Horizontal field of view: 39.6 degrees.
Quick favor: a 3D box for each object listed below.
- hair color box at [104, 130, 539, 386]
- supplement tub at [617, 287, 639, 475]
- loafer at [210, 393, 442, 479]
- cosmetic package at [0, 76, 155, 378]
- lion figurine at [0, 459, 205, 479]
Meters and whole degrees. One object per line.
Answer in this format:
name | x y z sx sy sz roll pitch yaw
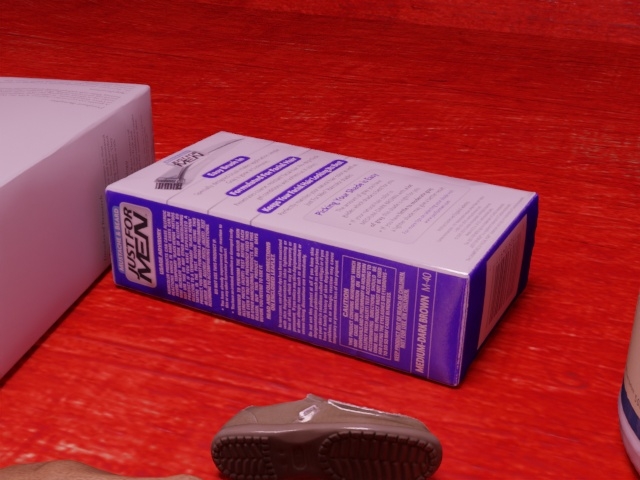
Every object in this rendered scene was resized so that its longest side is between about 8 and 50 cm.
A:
hair color box | 0.000 0.000 0.795 0.339 0.110 0.185 15 29 25
supplement tub | 0.318 0.009 0.525 0.235 0.325 0.235 1 24 -1
loafer | 0.005 0.126 0.575 0.148 0.056 0.050 3 30 4
cosmetic package | -0.298 -0.032 0.790 0.197 0.155 0.365 6 25 10
lion figurine | -0.216 0.164 0.410 0.392 0.142 0.240 5 -3 -28
